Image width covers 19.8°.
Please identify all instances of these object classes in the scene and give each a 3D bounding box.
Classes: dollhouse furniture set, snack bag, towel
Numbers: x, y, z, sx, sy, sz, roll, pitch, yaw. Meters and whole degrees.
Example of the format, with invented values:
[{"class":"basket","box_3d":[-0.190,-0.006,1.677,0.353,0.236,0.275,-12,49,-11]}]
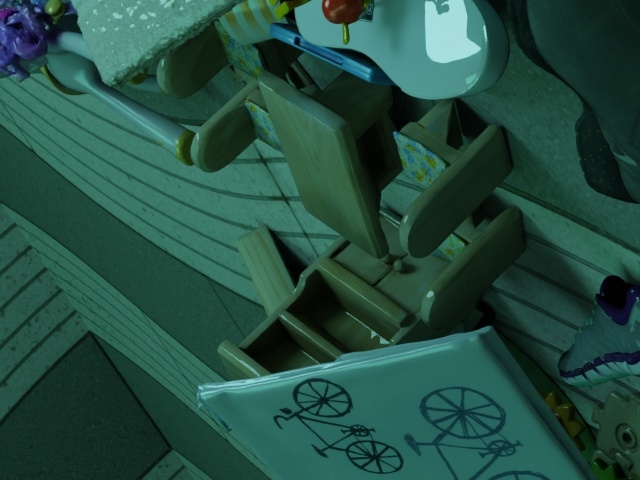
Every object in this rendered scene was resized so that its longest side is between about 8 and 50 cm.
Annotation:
[{"class":"dollhouse furniture set","box_3d":[0.000,0.000,1.915,0.362,0.256,0.394,34,159,32]},{"class":"snack bag","box_3d":[0.089,0.215,1.908,0.342,0.037,0.323,-14,135,29]},{"class":"towel","box_3d":[-0.156,-0.282,1.762,0.282,0.049,0.187,-29,83,40]}]

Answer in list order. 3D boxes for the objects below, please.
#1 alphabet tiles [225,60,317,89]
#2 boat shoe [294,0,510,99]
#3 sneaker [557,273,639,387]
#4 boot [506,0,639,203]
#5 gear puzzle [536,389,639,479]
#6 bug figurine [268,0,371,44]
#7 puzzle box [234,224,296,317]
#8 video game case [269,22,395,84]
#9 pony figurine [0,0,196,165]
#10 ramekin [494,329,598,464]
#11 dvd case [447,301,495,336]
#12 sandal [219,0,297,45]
[{"class":"alphabet tiles","box_3d":[-0.091,-0.227,2.081,0.237,0.009,0.198,52,163,-11]},{"class":"boat shoe","box_3d":[0.090,-0.185,1.582,0.301,0.102,0.108,24,108,58]},{"class":"sneaker","box_3d":[0.287,0.081,1.757,0.098,0.083,0.223,69,158,2]},{"class":"boot","box_3d":[0.275,-0.107,1.310,0.223,0.118,0.338,30,167,38]},{"class":"gear puzzle","box_3d":[0.333,0.256,1.922,0.339,0.044,0.175,36,133,37]},{"class":"bug figurine","box_3d":[0.031,-0.284,1.452,0.279,0.072,0.216,-23,89,60]},{"class":"puzzle box","box_3d":[0.003,0.201,2.459,0.409,0.052,0.272,-116,1,-46]},{"class":"video game case","box_3d":[0.045,-0.172,1.711,0.166,0.119,0.015,31,114,49]},{"class":"pony figurine","box_3d":[-0.331,-0.255,2.241,0.363,0.303,0.351,20,160,28]},{"class":"ramekin","box_3d":[0.180,0.237,2.195,0.303,0.148,0.303,43,162,17]},{"class":"dvd case","box_3d":[0.066,0.105,2.138,0.253,0.180,0.022,32,175,43]},{"class":"sandal","box_3d":[-0.090,-0.235,1.814,0.265,0.076,0.102,1,140,35]}]
